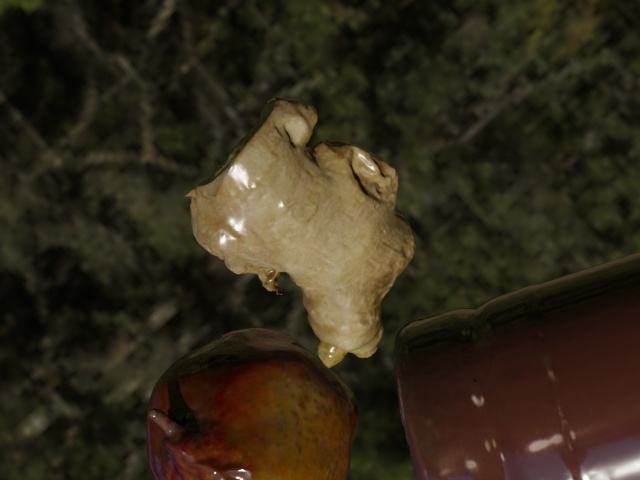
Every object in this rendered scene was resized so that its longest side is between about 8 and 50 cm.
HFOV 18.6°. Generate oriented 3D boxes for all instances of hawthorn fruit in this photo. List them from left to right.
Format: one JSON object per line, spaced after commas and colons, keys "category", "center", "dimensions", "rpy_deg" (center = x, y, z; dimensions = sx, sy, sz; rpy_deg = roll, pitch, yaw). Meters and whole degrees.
{"category": "hawthorn fruit", "center": [-0.084, 0.184, 1.850], "dimensions": [0.208, 0.208, 0.248], "rpy_deg": [45, -160, 28]}

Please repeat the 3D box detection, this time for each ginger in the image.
{"category": "ginger", "center": [0.003, -0.004, 1.380], "dimensions": [0.213, 0.137, 0.074], "rpy_deg": [45, -169, -29]}

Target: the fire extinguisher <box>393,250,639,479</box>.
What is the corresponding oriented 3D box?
{"category": "fire extinguisher", "center": [0.201, 0.028, 0.709], "dimensions": [0.114, 0.337, 0.135], "rpy_deg": [56, -160, -53]}
